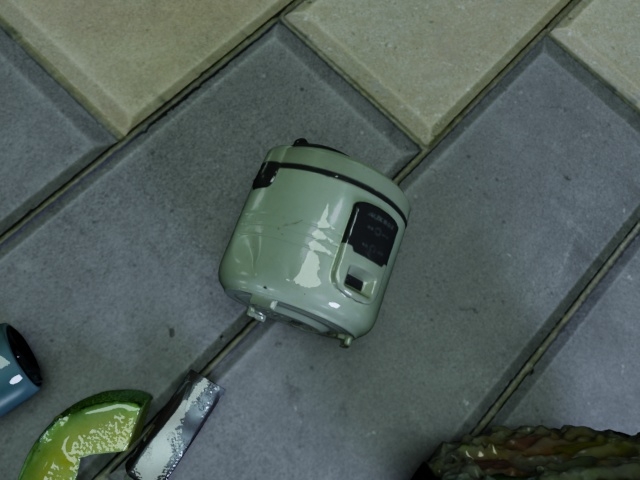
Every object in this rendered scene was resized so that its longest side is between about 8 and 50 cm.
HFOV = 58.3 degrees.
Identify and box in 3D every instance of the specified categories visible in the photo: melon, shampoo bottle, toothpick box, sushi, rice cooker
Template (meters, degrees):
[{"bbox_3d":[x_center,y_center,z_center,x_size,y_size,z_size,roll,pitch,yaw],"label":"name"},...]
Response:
[{"bbox_3d":[-0.304,0.276,0.712,0.118,0.064,0.209,23,75,-6],"label":"melon"},{"bbox_3d":[-0.199,0.268,0.729,0.064,0.057,0.207,34,74,-2],"label":"shampoo bottle"},{"bbox_3d":[-0.442,0.180,0.690,0.184,0.120,0.120,-28,80,-17],"label":"toothpick box"},{"bbox_3d":[0.277,0.374,0.631,0.329,0.328,0.285,-5,86,-10],"label":"sushi"},{"bbox_3d":[0.000,0.000,0.748,0.226,0.226,0.244,20,70,-2],"label":"rice cooker"}]
